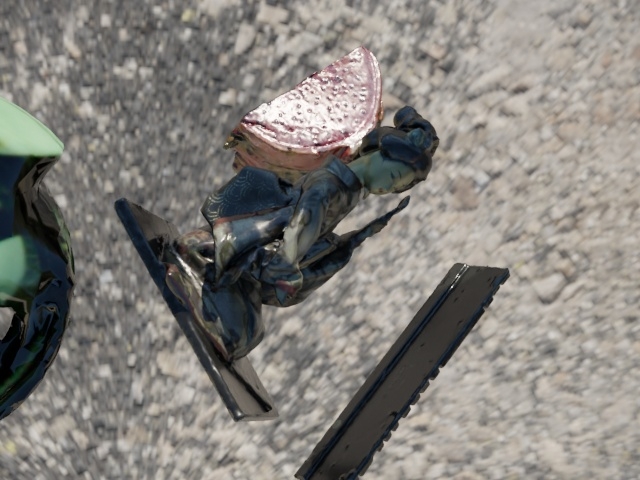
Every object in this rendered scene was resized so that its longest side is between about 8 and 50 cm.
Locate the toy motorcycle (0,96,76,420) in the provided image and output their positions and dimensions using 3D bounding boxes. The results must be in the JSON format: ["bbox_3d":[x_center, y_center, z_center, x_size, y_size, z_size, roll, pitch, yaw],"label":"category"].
[{"bbox_3d":[-0.229,-0.050,0.432,0.331,0.125,0.196,9,99,-3],"label":"toy motorcycle"}]

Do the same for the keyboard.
[{"bbox_3d":[0.057,0.091,1.017,0.018,0.060,0.195,47,70,-23],"label":"keyboard"}]

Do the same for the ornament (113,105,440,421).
[{"bbox_3d":[0.000,0.000,0.951,0.196,0.166,0.153,-32,83,3],"label":"ornament"}]

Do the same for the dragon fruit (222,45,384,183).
[{"bbox_3d":[0.003,-0.079,1.251,0.147,0.102,0.096,-34,81,-7],"label":"dragon fruit"}]
